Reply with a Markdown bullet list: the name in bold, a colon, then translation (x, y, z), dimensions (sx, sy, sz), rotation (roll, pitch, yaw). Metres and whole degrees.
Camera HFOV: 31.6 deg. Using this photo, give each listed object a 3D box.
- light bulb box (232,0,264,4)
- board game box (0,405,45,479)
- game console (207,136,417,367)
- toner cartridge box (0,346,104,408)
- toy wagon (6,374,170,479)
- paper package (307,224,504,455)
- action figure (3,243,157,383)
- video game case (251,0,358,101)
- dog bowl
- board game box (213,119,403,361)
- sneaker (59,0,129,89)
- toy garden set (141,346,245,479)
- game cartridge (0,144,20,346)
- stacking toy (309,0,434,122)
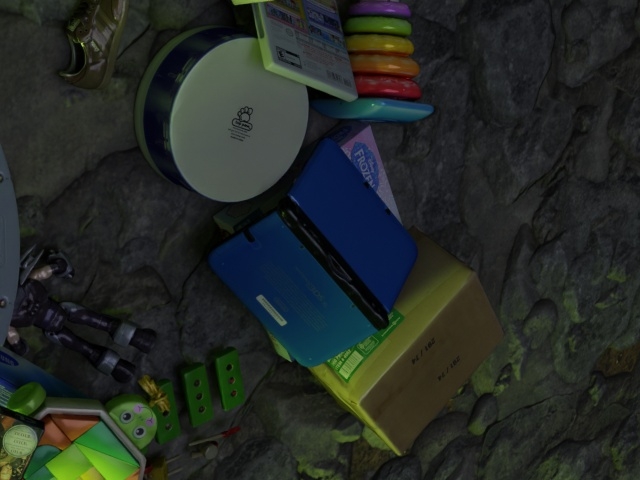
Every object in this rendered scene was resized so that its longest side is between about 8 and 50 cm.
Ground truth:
- **light bulb box**: translation (-0.031, -0.578, 1.579), dimensions (0.358, 0.225, 0.361), rotation (-38, 114, -22)
- **board game box**: translation (-0.508, 0.274, 1.482), dimensions (0.243, 0.042, 0.165), rotation (24, 91, -16)
- **game console**: translation (-0.006, 0.024, 1.891), dimensions (0.250, 0.173, 0.293), rotation (-31, 118, 18)
- **toner cartridge box**: translation (-0.446, 0.272, 1.680), dimensions (0.165, 0.075, 0.348), rotation (-37, 133, 11)
- **toy wagon**: translation (-0.359, 0.323, 1.605), dimensions (0.344, 0.068, 0.267), rotation (-37, 117, -8)
- **paper package**: translation (0.156, 0.187, 2.080), dimensions (0.325, 0.168, 0.309), rotation (-47, 146, -9)
- **action figure**: translation (-0.393, 0.119, 1.693), dimensions (0.285, 0.099, 0.185), rotation (32, 92, -29)
- **video game case**: translation (-0.030, -0.328, 1.771), dimensions (0.212, 0.023, 0.193), rotation (13, 59, -50)
- **dog bowl**: translation (-0.150, -0.196, 1.763), dimensions (0.265, 0.104, 0.265), rotation (-17, 118, -35)
- **board game box**: translation (0.000, 0.000, 1.997), dimensions (0.318, 0.066, 0.319), rotation (-39, 129, -22)
- **sneaker**: translation (-0.321, -0.306, 1.598), dimensions (0.071, 0.066, 0.188), rotation (0, 107, -40)
- **toy garden set**: translation (-0.241, 0.313, 1.936), dimensions (0.244, 0.049, 0.204), rotation (-24, 120, -33)
- **game cartridge**: translation (-0.501, 0.000, 1.514), dimensions (0.196, 0.060, 0.294), rotation (2, 83, -37)
- **stacking toy**: translation (0.094, -0.351, 1.899), dimensions (0.165, 0.175, 0.302), rotation (-1, 94, -46)
